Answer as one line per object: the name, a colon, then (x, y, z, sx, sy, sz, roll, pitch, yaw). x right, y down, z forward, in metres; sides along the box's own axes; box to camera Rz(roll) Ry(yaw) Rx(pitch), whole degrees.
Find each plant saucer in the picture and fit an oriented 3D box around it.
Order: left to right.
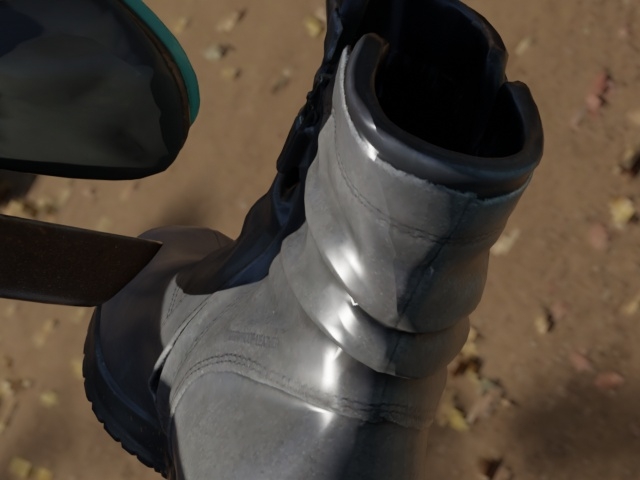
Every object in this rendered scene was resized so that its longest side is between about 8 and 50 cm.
plant saucer: (-0.140, -0.001, 0.641, 0.168, 0.168, 0.029, 10, 90, 50)

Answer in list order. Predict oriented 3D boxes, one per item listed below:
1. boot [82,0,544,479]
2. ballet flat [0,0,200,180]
boot: (0.000, 0.000, 0.694, 0.338, 0.118, 0.223, -124, 48, -65)
ballet flat: (-0.170, -0.088, 0.594, 0.280, 0.095, 0.096, 35, 53, 20)
